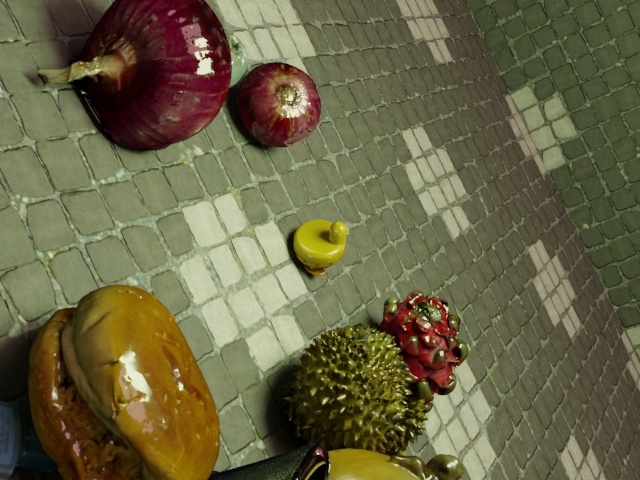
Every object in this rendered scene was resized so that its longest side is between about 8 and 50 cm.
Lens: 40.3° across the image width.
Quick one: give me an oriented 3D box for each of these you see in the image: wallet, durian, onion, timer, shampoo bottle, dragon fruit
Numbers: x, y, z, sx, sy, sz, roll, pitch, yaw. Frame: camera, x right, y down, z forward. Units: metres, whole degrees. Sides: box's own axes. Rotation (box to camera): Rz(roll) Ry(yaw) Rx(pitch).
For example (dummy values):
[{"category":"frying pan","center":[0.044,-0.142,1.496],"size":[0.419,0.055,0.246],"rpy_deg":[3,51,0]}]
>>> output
[{"category":"wallet","center":[-0.120,0.387,1.189],"size":[0.071,0.221,0.262],"rpy_deg":[64,30,-10]},{"category":"durian","center":[0.061,0.279,1.537],"size":[0.293,0.258,0.258],"rpy_deg":[34,42,-55]},{"category":"onion","center":[-0.262,-0.297,1.460],"size":[0.256,0.231,0.272],"rpy_deg":[49,27,-25]},{"category":"timer","center":[0.000,0.000,1.740],"size":[0.109,0.107,0.107],"rpy_deg":[96,2,-47]},{"category":"onion","center":[-0.086,-0.277,1.780],"size":[0.177,0.154,0.177],"rpy_deg":[-2,93,-43]},{"category":"shampoo bottle","center":[-0.416,0.226,1.013],"size":[0.258,0.061,0.103],"rpy_deg":[28,44,-44]},{"category":"dragon fruit","center":[0.214,0.236,1.807],"size":[0.272,0.198,0.218],"rpy_deg":[52,59,-18]}]

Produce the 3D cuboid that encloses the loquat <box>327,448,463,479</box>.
[{"category":"loquat","center":[0.081,0.456,1.319],"size":[0.359,0.328,0.328],"rpy_deg":[-44,112,-11]}]

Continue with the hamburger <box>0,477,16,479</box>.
[{"category":"hamburger","center":[-0.361,0.341,0.982],"size":[0.208,0.135,0.155],"rpy_deg":[36,24,-17]}]

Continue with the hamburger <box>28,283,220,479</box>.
[{"category":"hamburger","center":[-0.245,0.203,1.145],"size":[0.314,0.170,0.289],"rpy_deg":[-102,167,-72]}]

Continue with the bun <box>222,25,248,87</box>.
[{"category":"bun","center":[-0.200,-0.377,1.741],"size":[0.141,0.083,0.140],"rpy_deg":[32,44,-37]}]
